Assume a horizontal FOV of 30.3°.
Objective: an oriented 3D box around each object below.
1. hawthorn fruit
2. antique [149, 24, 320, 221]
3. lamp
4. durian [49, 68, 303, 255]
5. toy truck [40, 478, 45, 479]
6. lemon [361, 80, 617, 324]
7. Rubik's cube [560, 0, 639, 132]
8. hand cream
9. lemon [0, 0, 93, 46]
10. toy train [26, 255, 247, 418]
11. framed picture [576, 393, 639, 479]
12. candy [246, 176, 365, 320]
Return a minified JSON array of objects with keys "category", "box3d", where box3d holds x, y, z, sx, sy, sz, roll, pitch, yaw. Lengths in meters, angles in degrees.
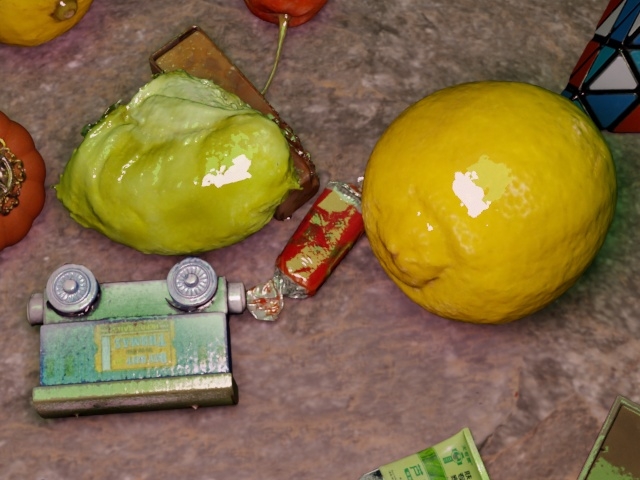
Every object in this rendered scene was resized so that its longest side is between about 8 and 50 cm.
[{"category":"hawthorn fruit","box3d":[-0.057,-0.351,1.788,0.165,0.165,0.285,-2,82,0]},{"category":"antique","box3d":[-0.122,-0.172,1.741,0.093,0.087,0.310,-37,72,-14]},{"category":"lamp","box3d":[-0.494,-0.083,1.653,0.223,0.196,0.223,1,88,-33]},{"category":"durian","box3d":[-0.195,-0.096,1.609,0.340,0.204,0.255,28,98,26]},{"category":"toy truck","box3d":[-0.219,0.421,1.475,0.385,0.162,0.161,19,72,8]},{"category":"lemon","box3d":[0.223,-0.055,1.567,0.348,0.348,0.348,0,69,1]},{"category":"Rubik's cube","box3d":[0.442,-0.285,1.795,0.250,0.284,0.234,-25,45,26]},{"category":"hand cream","box3d":[0.134,0.319,1.571,0.175,0.046,0.095,-18,67,-8]},{"category":"lemon","box3d":[-0.461,-0.426,1.755,0.260,0.260,0.284,-32,90,-11]},{"category":"toy train","box3d":[-0.248,0.134,1.602,0.300,0.131,0.202,-4,71,0]},{"category":"framed picture","box3d":[0.426,0.353,1.571,0.184,0.016,0.250,27,72,10]},{"category":"candy","box3d":[0.001,0.000,1.688,0.086,0.059,0.292,35,74,12]}]
